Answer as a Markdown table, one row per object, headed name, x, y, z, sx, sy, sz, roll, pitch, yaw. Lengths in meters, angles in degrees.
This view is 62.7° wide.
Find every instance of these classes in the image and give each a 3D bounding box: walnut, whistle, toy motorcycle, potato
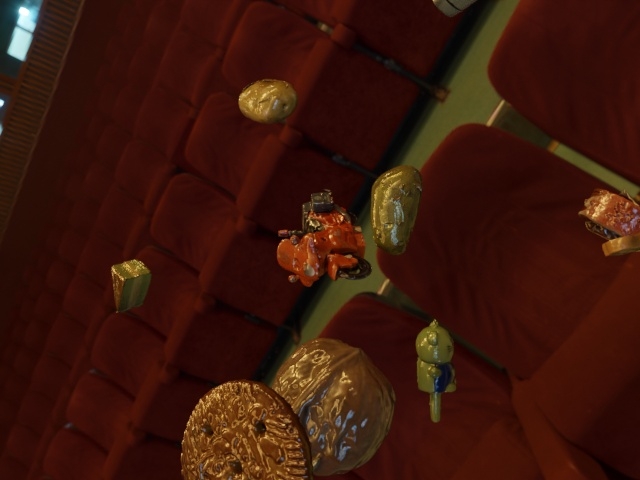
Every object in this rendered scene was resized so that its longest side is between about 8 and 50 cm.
| name | x | y | z | sx | sy | sz | roll | pitch | yaw |
| --- | --- | --- | --- | --- | --- | --- | --- | --- | --- |
| walnut | 0.024 | 0.339 | 1.088 | 0.273 | 0.226 | 0.273 | -42 | 32 | 35 |
| whistle | 0.253 | 0.285 | 1.149 | 0.105 | 0.084 | 0.228 | -20 | -72 | -74 |
| toy motorcycle | 0.000 | 0.000 | 1.319 | 0.326 | 0.221 | 0.148 | -100 | 12 | -56 |
| potato | -0.112 | -0.296 | 1.109 | 0.107 | 0.080 | 0.170 | -43 | 38 | -7 |
| potato | 0.155 | -0.063 | 1.086 | 0.085 | 0.105 | 0.188 | 16 | -101 | -81 |

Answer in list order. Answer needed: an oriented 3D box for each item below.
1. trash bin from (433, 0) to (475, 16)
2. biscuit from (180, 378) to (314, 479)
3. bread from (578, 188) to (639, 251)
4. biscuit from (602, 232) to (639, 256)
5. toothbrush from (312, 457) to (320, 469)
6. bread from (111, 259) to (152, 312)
| name | x | y | z | sx | sy | sz | roll | pitch | yaw |
| --- | --- | --- | --- | --- | --- | --- | --- | --- | --- |
| trash bin | 0.238 | -0.416 | 0.784 | 0.130 | 0.059 | 0.116 | -14 | 54 | 58 |
| biscuit | -0.088 | 0.248 | 0.577 | 0.187 | 0.027 | 0.188 | -5 | 81 | 34 |
| bread | 0.853 | -0.065 | 1.493 | 0.143 | 0.211 | 0.224 | -57 | 29 | 11 |
| biscuit | 0.571 | -0.011 | 0.862 | 0.144 | 0.236 | 0.040 | -22 | 77 | 56 |
| toothbrush | -0.071 | 0.481 | 0.987 | 0.194 | 0.014 | 0.017 | -45 | -20 | -2 |
| bread | -0.457 | 0.129 | 1.283 | 0.084 | 0.074 | 0.139 | 30 | 124 | 42 |
